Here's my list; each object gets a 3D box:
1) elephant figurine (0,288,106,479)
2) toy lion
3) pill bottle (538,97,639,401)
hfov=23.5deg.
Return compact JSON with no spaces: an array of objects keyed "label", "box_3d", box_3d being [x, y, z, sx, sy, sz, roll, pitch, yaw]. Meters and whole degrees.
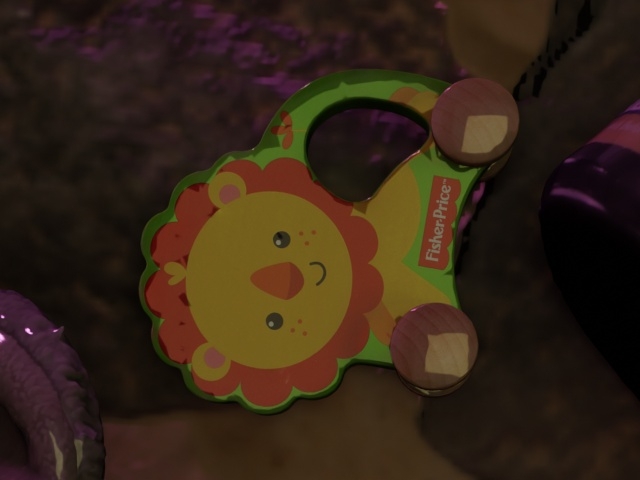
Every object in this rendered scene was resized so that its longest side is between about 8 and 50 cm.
[{"label":"elephant figurine","box_3d":[-0.111,0.070,0.351,0.186,0.169,0.239,32,63,-29]},{"label":"toy lion","box_3d":[0.000,0.000,0.423,0.096,0.034,0.100,11,82,4]},{"label":"pill bottle","box_3d":[0.173,-0.034,0.392,0.219,0.123,0.123,-39,87,-7]}]
